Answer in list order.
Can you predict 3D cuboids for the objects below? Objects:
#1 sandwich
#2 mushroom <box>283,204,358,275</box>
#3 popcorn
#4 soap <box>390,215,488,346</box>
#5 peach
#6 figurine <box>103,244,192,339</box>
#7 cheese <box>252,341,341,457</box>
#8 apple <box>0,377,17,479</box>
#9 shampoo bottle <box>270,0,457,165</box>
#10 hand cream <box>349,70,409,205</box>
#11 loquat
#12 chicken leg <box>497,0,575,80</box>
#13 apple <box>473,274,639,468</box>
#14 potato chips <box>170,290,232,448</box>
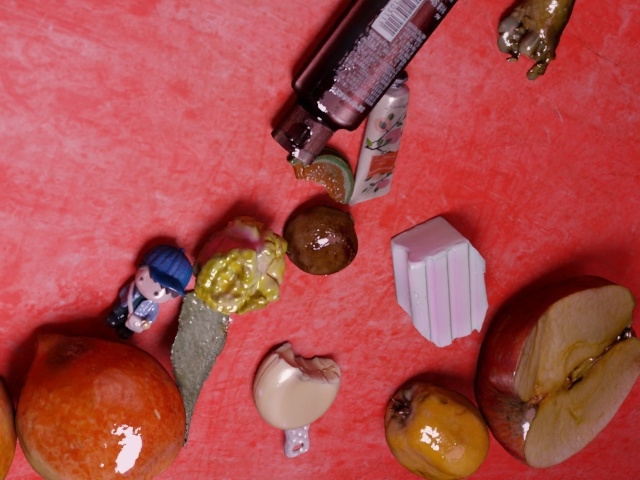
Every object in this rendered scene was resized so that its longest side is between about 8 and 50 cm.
[{"bbox_3d":[0.008,-0.104,1.364,0.135,0.029,0.067,24,106,-43],"label":"sandwich"},{"bbox_3d":[0.000,0.000,1.414,0.127,0.087,0.127,-3,130,-4],"label":"mushroom"},{"bbox_3d":[-0.117,0.037,1.322,0.126,0.125,0.145,28,80,-52],"label":"popcorn"},{"bbox_3d":[0.207,0.077,1.599,0.145,0.091,0.230,-23,133,-14],"label":"soap"},{"bbox_3d":[-0.316,0.234,1.283,0.232,0.257,0.232,-30,176,-2],"label":"peach"},{"bbox_3d":[-0.240,0.075,1.299,0.149,0.086,0.087,-49,172,22],"label":"figurine"},{"bbox_3d":[-0.057,0.292,1.597,0.163,0.071,0.249,1,123,-35],"label":"cheese"},{"bbox_3d":[-0.537,0.295,1.206,0.293,0.163,0.251,-7,128,-32],"label":"apple"},{"bbox_3d":[0.057,-0.250,1.248,0.129,0.084,0.323,27,106,-40],"label":"shampoo bottle"},{"bbox_3d":[0.091,-0.151,1.379,0.080,0.050,0.234,-17,137,-28],"label":"hand cream"},{"bbox_3d":[0.220,0.363,1.757,0.234,0.176,0.187,40,128,-15],"label":"loquat"},{"bbox_3d":[0.359,-0.429,1.291,0.201,0.153,0.429,3,129,-21],"label":"chicken leg"},{"bbox_3d":[0.468,0.241,1.771,0.365,0.295,0.329,-36,164,-16],"label":"apple"},{"bbox_3d":[-0.192,0.192,1.405,0.167,0.059,0.228,-54,154,-54],"label":"potato chips"}]
